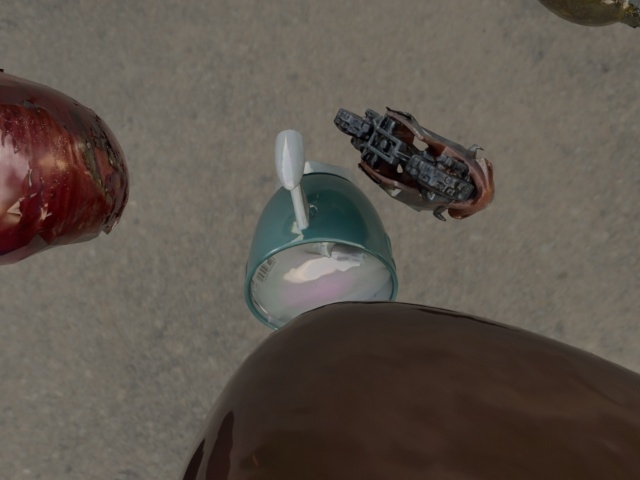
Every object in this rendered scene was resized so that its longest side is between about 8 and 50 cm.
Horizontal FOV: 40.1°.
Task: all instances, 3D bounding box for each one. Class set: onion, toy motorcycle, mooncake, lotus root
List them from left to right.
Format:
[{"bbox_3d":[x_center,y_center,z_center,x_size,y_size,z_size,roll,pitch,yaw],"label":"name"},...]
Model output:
[{"bbox_3d":[-0.156,-0.058,0.378,0.150,0.150,0.140,4,96,-1],"label":"onion"},{"bbox_3d":[0.097,-0.079,0.883,0.118,0.212,0.084,17,106,-34],"label":"toy motorcycle"},{"bbox_3d":[0.075,0.168,0.374,0.334,0.174,0.326,2,27,-37],"label":"mooncake"},{"bbox_3d":[0.327,-0.333,1.090,0.120,0.120,0.209,-40,67,-15],"label":"lotus root"}]

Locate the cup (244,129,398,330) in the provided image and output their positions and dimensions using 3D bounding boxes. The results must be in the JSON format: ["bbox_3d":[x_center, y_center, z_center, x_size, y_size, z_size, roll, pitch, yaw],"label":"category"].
[{"bbox_3d":[0.000,0.000,1.011,0.168,0.299,0.173,-10,41,8],"label":"cup"}]
